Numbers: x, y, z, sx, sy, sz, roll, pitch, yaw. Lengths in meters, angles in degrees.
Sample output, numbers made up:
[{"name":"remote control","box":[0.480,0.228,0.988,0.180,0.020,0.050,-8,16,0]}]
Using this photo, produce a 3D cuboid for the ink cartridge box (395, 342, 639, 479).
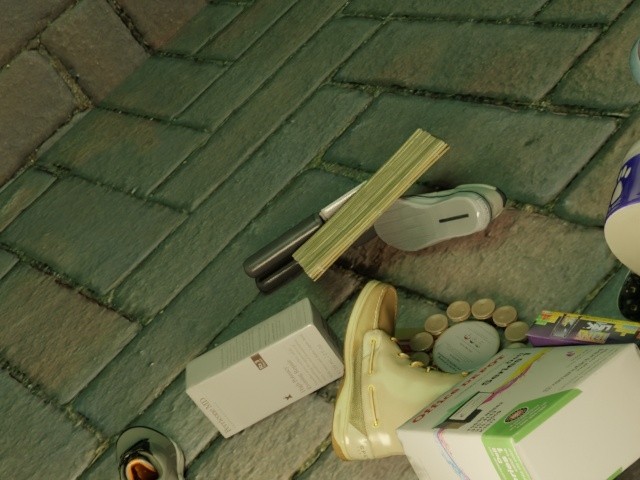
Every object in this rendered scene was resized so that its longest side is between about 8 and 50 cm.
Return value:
[{"name":"ink cartridge box","box":[0.245,0.222,1.606,0.201,0.117,0.278,-33,8,-23]}]

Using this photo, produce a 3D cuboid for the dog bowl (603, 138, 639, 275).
[{"name":"dog bowl","box":[0.485,-0.023,1.659,0.265,0.265,0.104,-2,57,46]}]

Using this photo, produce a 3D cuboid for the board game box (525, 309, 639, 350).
[{"name":"board game box","box":[0.354,0.157,1.672,0.170,0.141,0.048,5,48,51]}]

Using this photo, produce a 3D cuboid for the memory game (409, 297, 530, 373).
[{"name":"memory game","box":[0.209,0.154,1.928,0.186,0.012,0.186,-15,42,14]}]

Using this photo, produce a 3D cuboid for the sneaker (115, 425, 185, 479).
[{"name":"sneaker","box":[-0.265,0.348,2.090,0.100,0.108,0.271,-40,28,-4]}]

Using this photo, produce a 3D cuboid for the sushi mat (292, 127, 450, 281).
[{"name":"sushi mat","box":[0.081,-0.065,2.260,0.316,0.019,0.151,-45,18,-1]}]

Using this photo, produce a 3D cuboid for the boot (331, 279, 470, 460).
[{"name":"boot","box":[0.131,0.176,1.859,0.203,0.095,0.262,-3,60,28]}]

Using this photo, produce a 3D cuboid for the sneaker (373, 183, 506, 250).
[{"name":"sneaker","box":[0.195,-0.038,2.210,0.091,0.094,0.258,-21,12,-39]}]

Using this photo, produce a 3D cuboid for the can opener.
[{"name":"can opener","box":[0.000,0.000,2.352,0.283,0.076,0.095,-34,28,6]}]

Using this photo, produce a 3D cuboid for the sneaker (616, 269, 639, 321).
[{"name":"sneaker","box":[0.473,0.017,1.834,0.237,0.085,0.086,-53,-1,-17]}]

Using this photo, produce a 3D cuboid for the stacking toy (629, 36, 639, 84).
[{"name":"stacking toy","box":[0.630,-0.305,2.069,0.279,0.130,0.309,29,64,10]}]

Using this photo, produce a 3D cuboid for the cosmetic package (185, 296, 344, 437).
[{"name":"cosmetic package","box":[-0.084,0.198,2.107,0.231,0.117,0.085,-31,28,11]}]

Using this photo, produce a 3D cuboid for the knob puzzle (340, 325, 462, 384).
[{"name":"knob puzzle","box":[0.121,0.207,1.952,0.213,0.030,0.213,-15,41,13]}]
